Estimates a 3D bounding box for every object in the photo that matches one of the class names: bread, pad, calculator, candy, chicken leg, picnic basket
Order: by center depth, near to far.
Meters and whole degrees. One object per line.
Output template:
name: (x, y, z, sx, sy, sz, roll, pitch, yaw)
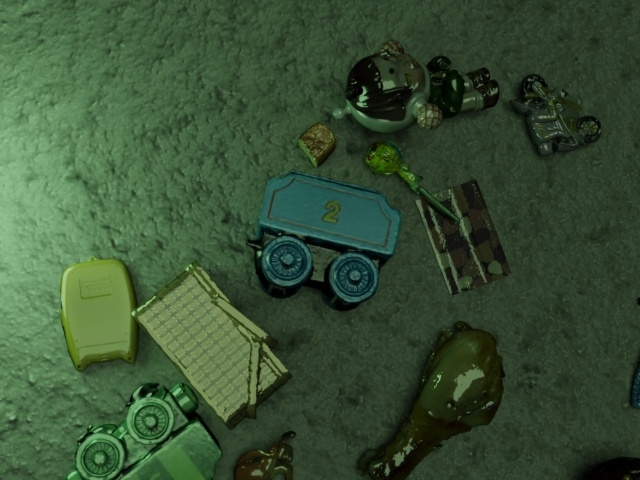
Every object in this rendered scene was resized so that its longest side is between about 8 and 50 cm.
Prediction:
picnic basket: (-0.202, 0.203, 1.597, 0.175, 0.228, 0.313, -40, 89, -9)
calculator: (-0.460, 0.147, 1.661, 0.157, 0.033, 0.236, -9, 83, -9)
chicken leg: (0.234, 0.369, 1.697, 0.201, 0.153, 0.429, 42, 86, 11)
bread: (-0.004, -0.210, 1.750, 0.070, 0.083, 0.076, -38, 86, -2)
candy: (0.212, -0.127, 1.786, 0.262, 0.073, 0.077, 40, 51, -7)
pad: (0.324, -0.007, 1.816, 0.158, 0.003, 0.235, -19, 86, -10)

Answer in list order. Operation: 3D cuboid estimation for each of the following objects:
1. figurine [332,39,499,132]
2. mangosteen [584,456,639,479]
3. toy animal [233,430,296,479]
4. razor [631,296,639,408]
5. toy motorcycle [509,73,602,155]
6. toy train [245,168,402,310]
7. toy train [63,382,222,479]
figurine: (0.211, -0.329, 1.765, 0.370, 0.167, 0.281, -7, 50, -19)
mangosteen: (0.650, 0.599, 1.702, 0.231, 0.231, 0.289, 21, 115, -6)
toy animal: (-0.133, 0.544, 1.633, 0.157, 0.097, 0.312, 2, 81, -2)
razor: (0.747, 0.259, 1.829, 0.082, 0.042, 0.253, 16, 82, -8)
toy motorcycle: (0.533, -0.272, 1.847, 0.225, 0.073, 0.152, 37, 82, -3)
toy train: (0.000, 0.000, 1.680, 0.300, 0.188, 0.265, 13, 76, -4)
toy train: (-0.345, 0.429, 1.580, 0.299, 0.167, 0.238, -37, 95, -10)
